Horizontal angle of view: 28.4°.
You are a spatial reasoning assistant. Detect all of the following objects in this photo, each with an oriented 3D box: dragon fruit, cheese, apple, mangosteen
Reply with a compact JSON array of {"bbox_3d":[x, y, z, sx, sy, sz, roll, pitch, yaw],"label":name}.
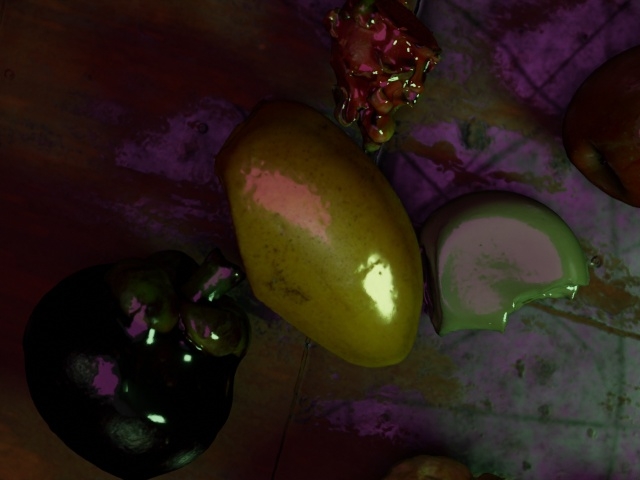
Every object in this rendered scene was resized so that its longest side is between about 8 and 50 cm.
[{"bbox_3d":[0.068,-0.207,1.475,0.150,0.133,0.207,9,96,48],"label":"dragon fruit"},{"bbox_3d":[0.216,0.027,1.501,0.202,0.091,0.175,-3,96,9],"label":"cheese"},{"bbox_3d":[0.370,-0.130,1.427,0.181,0.181,0.168,41,75,3],"label":"apple"},{"bbox_3d":[-0.206,0.131,1.489,0.287,0.233,0.287,-3,96,-31],"label":"mangosteen"}]

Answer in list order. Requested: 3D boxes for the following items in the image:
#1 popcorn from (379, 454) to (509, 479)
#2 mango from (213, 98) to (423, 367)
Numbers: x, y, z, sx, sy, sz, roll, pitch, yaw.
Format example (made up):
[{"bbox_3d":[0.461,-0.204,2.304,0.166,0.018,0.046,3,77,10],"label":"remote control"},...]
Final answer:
[{"bbox_3d":[0.128,0.364,1.502,0.253,0.191,0.190,-40,55,8],"label":"popcorn"},{"bbox_3d":[0.000,0.000,1.483,0.350,0.201,0.199,53,140,-4],"label":"mango"}]
